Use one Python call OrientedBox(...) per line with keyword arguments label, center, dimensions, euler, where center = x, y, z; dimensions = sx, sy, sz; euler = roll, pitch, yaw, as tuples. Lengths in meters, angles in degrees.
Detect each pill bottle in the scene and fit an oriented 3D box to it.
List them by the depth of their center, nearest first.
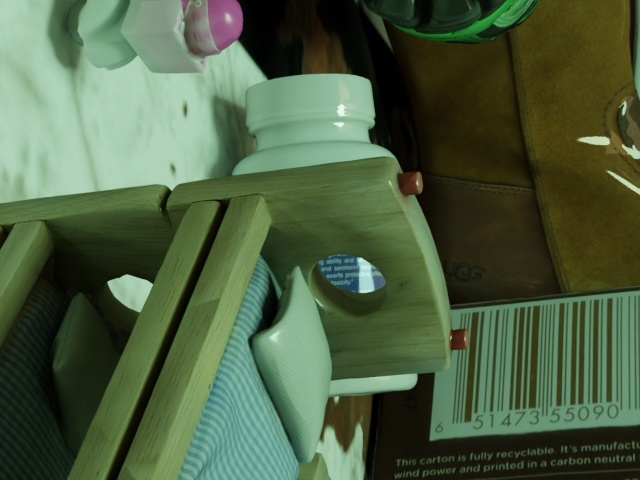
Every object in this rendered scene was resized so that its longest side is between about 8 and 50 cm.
OrientedBox(label="pill bottle", center=(0.000, 0.000, 0.612), dimensions=(0.067, 0.067, 0.120), euler=(12, 72, -70))

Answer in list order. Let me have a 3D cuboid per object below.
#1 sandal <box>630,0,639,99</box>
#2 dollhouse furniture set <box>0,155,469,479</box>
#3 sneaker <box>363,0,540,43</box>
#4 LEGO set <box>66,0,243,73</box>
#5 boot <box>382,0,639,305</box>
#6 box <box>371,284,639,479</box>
OrientedBox(label="sandal", center=(0.143, -0.007, 0.969), dimensions=(0.169, 0.102, 0.416), euler=(-136, -137, -67))
OrientedBox(label="dollhouse furniture set", center=(-0.023, 0.094, 0.417), dimensions=(0.129, 0.129, 0.184), euler=(-72, 149, -51))
OrientedBox(label="sneaker", center=(0.054, -0.253, 0.701), dimensions=(0.146, 0.134, 0.344), euler=(18, 76, -77))
OrientedBox(label="LEGO set", center=(-0.071, -0.159, 0.397), dimensions=(0.287, 0.107, 0.132), euler=(45, 42, -61))
OrientedBox(label="boot", center=(0.163, -0.080, 0.831), dimensions=(0.096, 0.264, 0.280), euler=(-66, 147, -70))
OrientedBox(label="box", center=(0.132, 0.148, 0.790), dimensions=(0.203, 0.168, 0.167), euler=(62, 28, -46))
